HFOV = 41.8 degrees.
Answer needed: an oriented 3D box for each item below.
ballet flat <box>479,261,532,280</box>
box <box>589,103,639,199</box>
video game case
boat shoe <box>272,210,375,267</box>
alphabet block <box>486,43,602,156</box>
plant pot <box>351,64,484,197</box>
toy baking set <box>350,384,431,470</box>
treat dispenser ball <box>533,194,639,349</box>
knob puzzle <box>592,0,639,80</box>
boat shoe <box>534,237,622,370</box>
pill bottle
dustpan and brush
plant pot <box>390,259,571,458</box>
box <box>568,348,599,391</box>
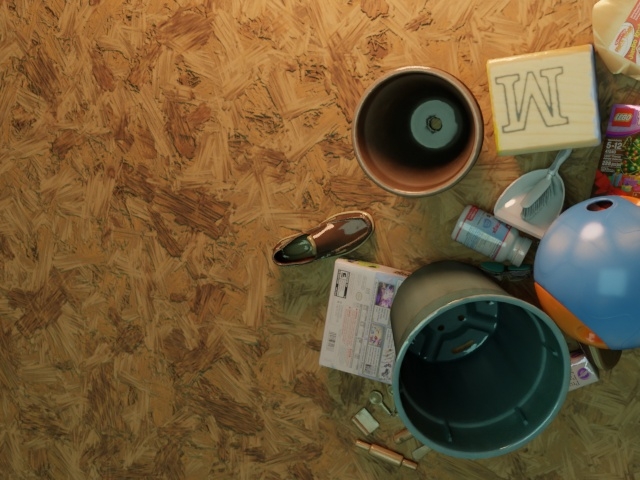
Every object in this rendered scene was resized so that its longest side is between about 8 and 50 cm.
[{"bbox_3d":[0.408,0.071,1.845,0.114,0.041,0.041,3,104,20],"label":"ballet flat"},{"bbox_3d":[0.680,-0.149,1.588,0.293,0.057,0.200,12,85,41],"label":"box"},{"bbox_3d":[0.137,0.193,1.957,0.244,0.061,0.269,14,107,16],"label":"video game case"},{"bbox_3d":[0.003,0.007,1.941,0.257,0.095,0.095,-23,94,23],"label":"boat shoe"},{"bbox_3d":[0.449,-0.280,1.662,0.197,0.192,0.193,-5,99,19],"label":"alphabet block"},{"bbox_3d":[0.219,-0.235,1.731,0.263,0.229,0.263,5,105,19],"label":"plant pot"},{"bbox_3d":[0.198,0.459,2.018,0.256,0.030,0.196,24,110,13],"label":"toy baking set"},{"bbox_3d":[0.544,0.060,1.557,0.288,0.288,0.288,5,105,19],"label":"treat dispenser ball"},{"bbox_3d":[0.626,-0.417,1.649,0.213,0.030,0.213,5,106,18],"label":"knob puzzle"},{"bbox_3d":[0.538,0.112,1.779,0.123,0.123,0.342,-14,101,54],"label":"boat shoe"},{"bbox_3d":[0.371,-0.008,1.811,0.160,0.087,0.087,27,111,11],"label":"pill bottle"},{"bbox_3d":[0.469,-0.117,1.745,0.211,0.060,0.147,-48,46,-12],"label":"dustpan and brush"},{"bbox_3d":[0.291,0.209,1.721,0.341,0.334,0.341,-1,109,-4],"label":"plant pot"},{"bbox_3d":[0.459,0.331,1.876,0.324,0.063,0.067,-26,95,23],"label":"box"}]
